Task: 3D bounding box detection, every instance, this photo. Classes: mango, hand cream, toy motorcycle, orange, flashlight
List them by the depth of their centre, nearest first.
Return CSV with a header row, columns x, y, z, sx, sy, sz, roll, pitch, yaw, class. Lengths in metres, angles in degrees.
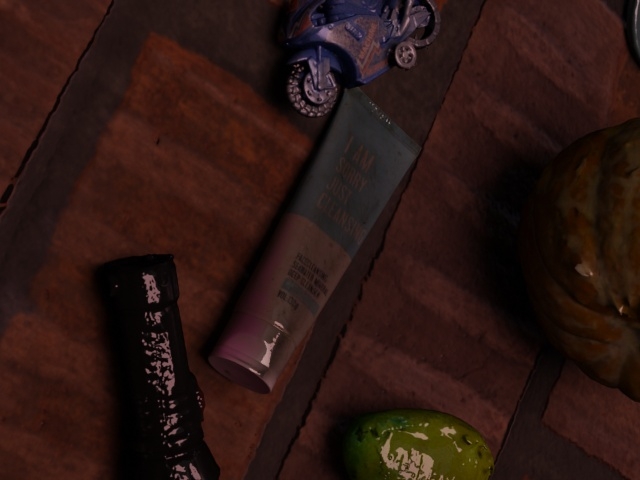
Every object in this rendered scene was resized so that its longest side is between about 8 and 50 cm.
x,y,z,sx,sy,sz,roll,pitch,yaw,class
-0.143,0.126,1.298,0.093,0.093,0.232,-12,100,-36,flashlight
0.031,-0.203,1.398,0.205,0.076,0.114,-36,106,-30,toy motorcycle
0.000,0.000,1.404,0.111,0.070,0.312,39,68,-26,hand cream
0.093,0.224,1.484,0.178,0.100,0.119,27,87,-32,mango
0.360,0.028,1.524,0.249,0.329,0.329,-53,126,-41,orange

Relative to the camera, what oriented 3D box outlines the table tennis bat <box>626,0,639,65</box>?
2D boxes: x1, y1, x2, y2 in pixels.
x,y,z,sx,sy,sz,roll,pitch,yaw,class
0.432,-0.307,1.718,0.153,0.040,0.244,24,85,-39,table tennis bat
